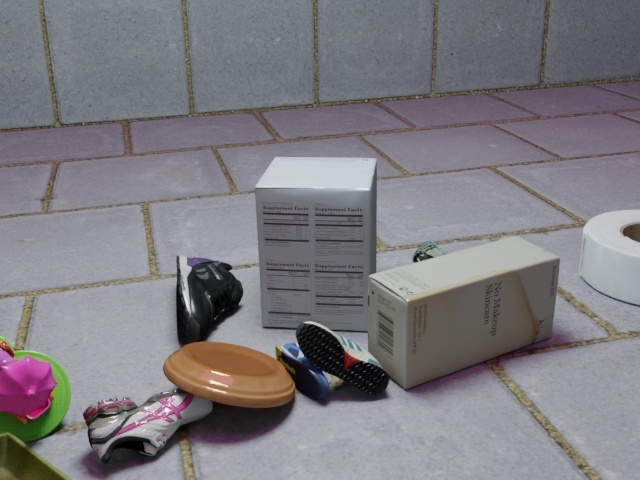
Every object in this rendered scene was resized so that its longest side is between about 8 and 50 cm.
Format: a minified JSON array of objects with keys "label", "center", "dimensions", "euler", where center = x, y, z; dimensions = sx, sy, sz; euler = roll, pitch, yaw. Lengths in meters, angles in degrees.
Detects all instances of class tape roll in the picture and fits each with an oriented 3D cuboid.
[{"label":"tape roll","center":[0.656,0.031,1.513],"dimensions":[0.286,0.100,0.286],"euler":[-1,22,1]}]

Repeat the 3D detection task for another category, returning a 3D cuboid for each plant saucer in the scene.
[{"label":"plant saucer","center":[-0.410,0.322,0.924],"dimensions":[0.188,0.045,0.188],"euler":[17,28,38]},{"label":"plant saucer","center":[-0.132,0.193,1.155],"dimensions":[0.200,0.037,0.200],"euler":[13,8,-2]}]

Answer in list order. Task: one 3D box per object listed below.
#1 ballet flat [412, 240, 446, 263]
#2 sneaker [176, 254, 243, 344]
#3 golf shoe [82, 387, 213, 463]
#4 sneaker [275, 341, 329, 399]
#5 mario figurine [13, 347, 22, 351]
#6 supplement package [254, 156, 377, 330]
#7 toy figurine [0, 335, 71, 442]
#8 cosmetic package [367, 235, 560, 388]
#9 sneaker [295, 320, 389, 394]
[{"label":"ballet flat","center":[0.243,0.060,1.537],"dimensions":[0.070,0.070,0.188],"euler":[-10,21,-20]},{"label":"sneaker","center":[-0.199,0.095,1.410],"dimensions":[0.124,0.107,0.283],"euler":[1,21,-11]},{"label":"golf shoe","center":[-0.231,0.257,1.074],"dimensions":[0.186,0.067,0.086],"euler":[-4,60,-35]},{"label":"sneaker","center":[-0.018,0.196,1.207],"dimensions":[0.059,0.053,0.144],"euler":[-10,24,-27]},{"label":"mario figurine","center":[-0.612,0.204,1.191],"dimensions":[0.320,0.170,0.198],"euler":[14,-12,11]},{"label":"supplement package","center":[0.000,0.000,1.411],"dimensions":[0.198,0.263,0.199],"euler":[2,21,7]},{"label":"toy figurine","center":[-0.410,0.179,1.034],"dimensions":[0.130,0.173,0.159],"euler":[-42,-1,-28]},{"label":"cosmetic package","center":[0.233,0.110,1.265],"dimensions":[0.309,0.160,0.113],"euler":[-14,26,-26]},{"label":"sneaker","center":[0.030,0.176,1.186],"dimensions":[0.161,0.057,0.075],"euler":[32,2,-4]}]
